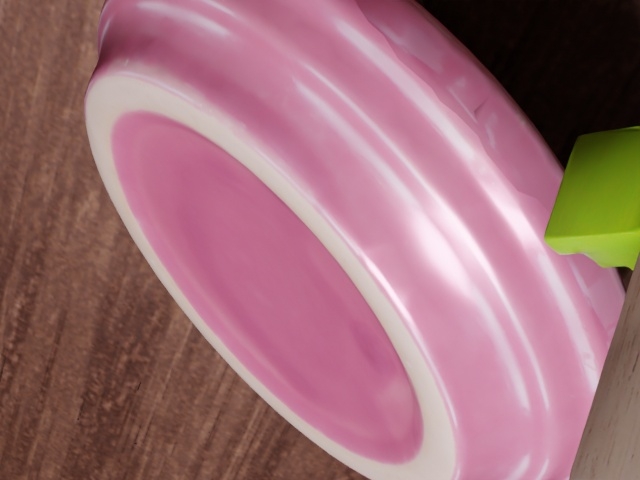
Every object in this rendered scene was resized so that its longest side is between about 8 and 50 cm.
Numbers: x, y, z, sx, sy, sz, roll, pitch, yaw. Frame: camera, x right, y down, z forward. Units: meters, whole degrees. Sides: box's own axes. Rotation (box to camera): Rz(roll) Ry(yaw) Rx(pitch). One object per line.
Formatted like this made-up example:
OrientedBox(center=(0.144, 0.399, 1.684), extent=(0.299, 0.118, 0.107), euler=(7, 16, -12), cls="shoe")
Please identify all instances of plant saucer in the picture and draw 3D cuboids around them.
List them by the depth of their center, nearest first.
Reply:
OrientedBox(center=(0.000, 0.000, 0.825), extent=(0.332, 0.084, 0.332), euler=(41, 157, 22), cls="plant saucer")

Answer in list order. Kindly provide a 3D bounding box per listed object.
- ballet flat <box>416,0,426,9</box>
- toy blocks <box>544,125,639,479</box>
OrientedBox(center=(0.009, -0.132, 0.807), extent=(0.084, 0.058, 0.250), euler=(4, 140, 34), cls="ballet flat")
OrientedBox(center=(0.231, 0.058, 0.653), extent=(0.261, 0.381, 0.191), euler=(36, 154, -34), cls="toy blocks")
